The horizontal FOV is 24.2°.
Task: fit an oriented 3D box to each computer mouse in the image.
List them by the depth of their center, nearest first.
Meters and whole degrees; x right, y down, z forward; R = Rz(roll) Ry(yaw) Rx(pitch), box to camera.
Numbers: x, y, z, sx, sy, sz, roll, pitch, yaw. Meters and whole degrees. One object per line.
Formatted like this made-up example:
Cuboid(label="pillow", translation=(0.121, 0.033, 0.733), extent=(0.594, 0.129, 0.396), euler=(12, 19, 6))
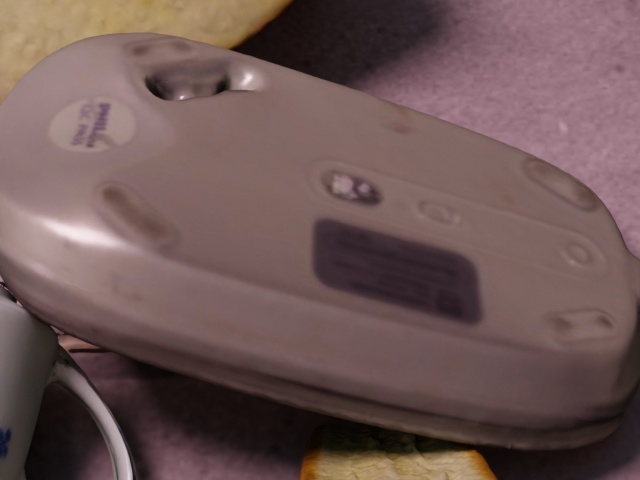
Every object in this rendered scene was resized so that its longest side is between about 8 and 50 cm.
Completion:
Cuboid(label="computer mouse", translation=(-0.002, 0.004, 0.708), extent=(0.331, 0.095, 0.197), euler=(18, 45, -11))

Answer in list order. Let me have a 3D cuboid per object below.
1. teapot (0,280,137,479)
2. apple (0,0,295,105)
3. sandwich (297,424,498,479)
Cuboid(label="teapot", translation=(-0.195, 0.091, 0.657), extent=(0.232, 0.159, 0.159), euler=(7, 55, -18))
Cuboid(label="apple", translation=(-0.152, -0.191, 0.771), extent=(0.346, 0.179, 0.254), euler=(-2, 80, -9))
Cuboid(label="sandwich", translation=(0.040, 0.165, 0.627), extent=(0.090, 0.088, 0.244), euler=(-5, 57, -6))
